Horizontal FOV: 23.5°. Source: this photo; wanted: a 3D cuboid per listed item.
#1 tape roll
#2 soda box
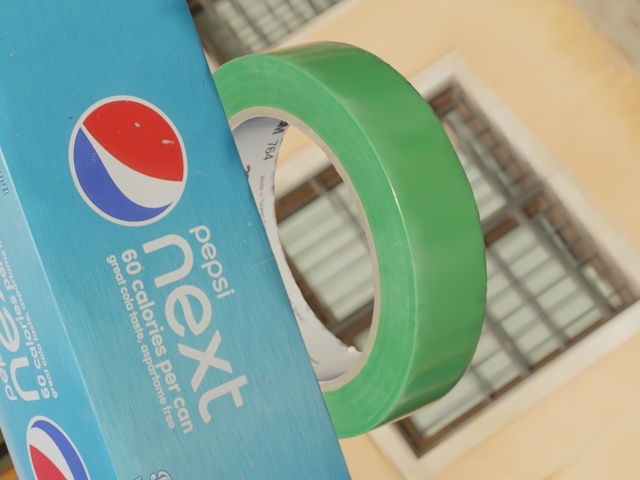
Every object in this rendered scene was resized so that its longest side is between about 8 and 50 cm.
[{"bbox_3d":[0.000,0.000,1.261,0.321,0.077,0.321,25,123,46],"label":"tape roll"},{"bbox_3d":[-0.056,0.019,0.437,0.067,0.071,0.210,-12,98,55],"label":"soda box"}]
